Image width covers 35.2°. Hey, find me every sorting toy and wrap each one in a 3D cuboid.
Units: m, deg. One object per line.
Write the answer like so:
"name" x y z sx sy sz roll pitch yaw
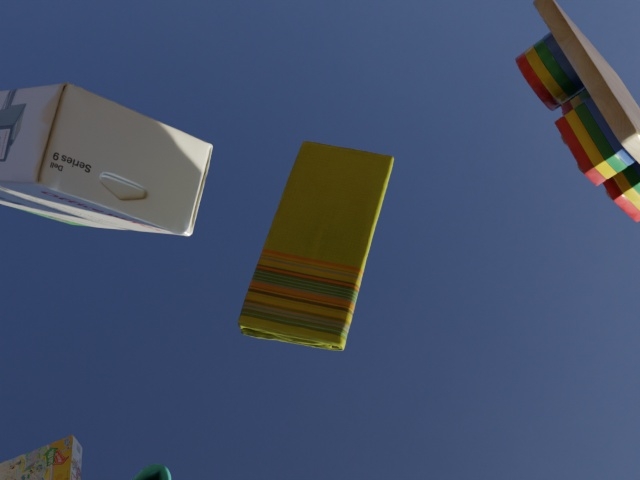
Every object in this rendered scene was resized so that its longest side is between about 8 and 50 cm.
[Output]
"sorting toy" 0.369 -0.163 1.344 0.257 0.089 0.255 27 -146 -49

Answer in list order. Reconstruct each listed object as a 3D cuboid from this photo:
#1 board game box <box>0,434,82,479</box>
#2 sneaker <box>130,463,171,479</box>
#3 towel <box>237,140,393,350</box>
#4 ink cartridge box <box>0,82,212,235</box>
"board game box" -0.335 0.306 1.184 0.103 0.026 0.154 -22 -147 3
"sneaker" -0.286 0.409 1.384 0.107 0.110 0.275 28 -149 2
"towel" 0.000 0.000 0.994 0.102 0.021 0.237 12 -125 8
"ink cartridge box" -0.301 -0.093 1.219 0.211 0.289 0.121 20 -100 -41
